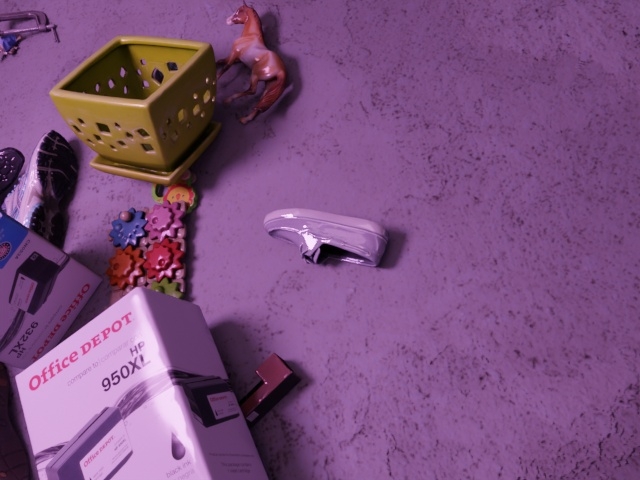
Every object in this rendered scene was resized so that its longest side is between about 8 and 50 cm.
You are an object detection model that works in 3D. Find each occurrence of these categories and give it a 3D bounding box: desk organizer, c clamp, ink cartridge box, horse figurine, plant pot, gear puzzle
[{"bbox_3d":[-0.100,0.249,1.190,0.130,0.047,0.050,-44,58,-4],"label":"desk organizer"},{"bbox_3d":[-0.717,-0.513,1.740,0.161,0.022,0.137,-9,51,-13],"label":"c clamp"},{"bbox_3d":[-0.274,0.315,1.121,0.285,0.166,0.394,-35,61,13],"label":"ink cartridge box"},{"bbox_3d":[-0.142,-0.348,1.471,0.174,0.066,0.263,-42,58,4],"label":"horse figurine"},{"bbox_3d":[-0.564,0.080,1.279,0.129,0.307,0.223,27,77,25],"label":"ink cartridge box"},{"bbox_3d":[-0.327,-0.239,1.378,0.227,0.207,0.228,12,45,23],"label":"plant pot"},{"bbox_3d":[-0.331,0.085,1.338,0.176,0.044,0.338,-11,67,17],"label":"gear puzzle"}]

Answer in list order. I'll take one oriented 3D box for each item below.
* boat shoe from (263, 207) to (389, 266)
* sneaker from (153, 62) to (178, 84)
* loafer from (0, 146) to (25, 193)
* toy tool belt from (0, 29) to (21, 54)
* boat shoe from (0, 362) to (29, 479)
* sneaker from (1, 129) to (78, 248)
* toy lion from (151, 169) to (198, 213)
[{"bbox_3d":[0.001,0.001,1.250,0.228,0.079,0.081,8,65,19],"label":"boat shoe"},{"bbox_3d":[-0.316,-0.359,1.539,0.076,0.065,0.166,-11,65,10],"label":"sneaker"},{"bbox_3d":[-0.699,-0.126,1.530,0.223,0.076,0.078,-37,24,21],"label":"loafer"},{"bbox_3d":[-0.755,-0.468,1.744,0.051,0.052,0.083,6,52,18],"label":"toy tool belt"},{"bbox_3d":[-0.639,0.313,1.300,0.130,0.132,0.355,-31,59,3],"label":"boat shoe"},{"bbox_3d":[-0.591,-0.100,1.489,0.122,0.110,0.282,-7,63,23],"label":"sneaker"},{"bbox_3d":[-0.286,-0.091,1.423,0.100,0.034,0.096,0,74,19],"label":"toy lion"}]
